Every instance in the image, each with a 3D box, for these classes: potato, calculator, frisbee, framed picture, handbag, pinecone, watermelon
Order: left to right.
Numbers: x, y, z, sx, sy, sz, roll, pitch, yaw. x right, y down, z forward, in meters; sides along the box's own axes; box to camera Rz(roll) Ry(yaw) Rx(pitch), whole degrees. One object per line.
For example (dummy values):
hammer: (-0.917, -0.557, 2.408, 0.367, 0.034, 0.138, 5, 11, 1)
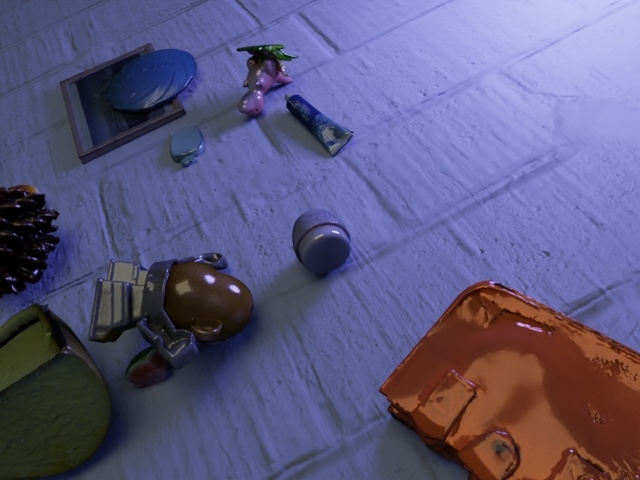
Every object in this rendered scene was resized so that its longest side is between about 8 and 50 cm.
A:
pinecone: (-0.734, 0.001, 1.421, 0.244, 0.243, 0.257, 9, 76, 24)
potato: (-0.539, 0.285, 1.165, 0.330, 0.212, 0.280, -37, 32, -1)
framed picture: (-0.610, -0.435, 1.863, 0.326, 0.028, 0.446, -27, 49, -6)
frisbee: (-0.509, -0.492, 1.828, 0.290, 0.049, 0.289, -9, 49, 10)
watermelon: (-0.335, 0.246, 1.209, 0.085, 0.072, 0.092, -19, 9, 17)
calculator: (-0.356, -0.254, 1.638, 0.095, 0.021, 0.153, -18, 46, 4)
handbag: (0.330, 0.260, 0.935, 0.410, 0.116, 0.303, 31, 66, 35)

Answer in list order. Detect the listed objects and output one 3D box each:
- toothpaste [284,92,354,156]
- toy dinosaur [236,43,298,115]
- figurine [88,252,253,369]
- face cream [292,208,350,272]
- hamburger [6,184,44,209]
toothpaste: (-0.017, -0.306, 1.558, 0.069, 0.047, 0.268, -27, 51, -22)
toy dinosaur: (-0.141, -0.432, 1.648, 0.152, 0.176, 0.194, 9, 26, 29)
figurine: (-0.273, 0.120, 1.188, 0.285, 0.167, 0.342, 1, 49, 0)
face cream: (0.000, 0.000, 1.253, 0.117, 0.117, 0.104, -24, 42, -2)
hamburger: (-0.795, -0.089, 1.604, 0.127, 0.081, 0.141, 24, 61, 32)
